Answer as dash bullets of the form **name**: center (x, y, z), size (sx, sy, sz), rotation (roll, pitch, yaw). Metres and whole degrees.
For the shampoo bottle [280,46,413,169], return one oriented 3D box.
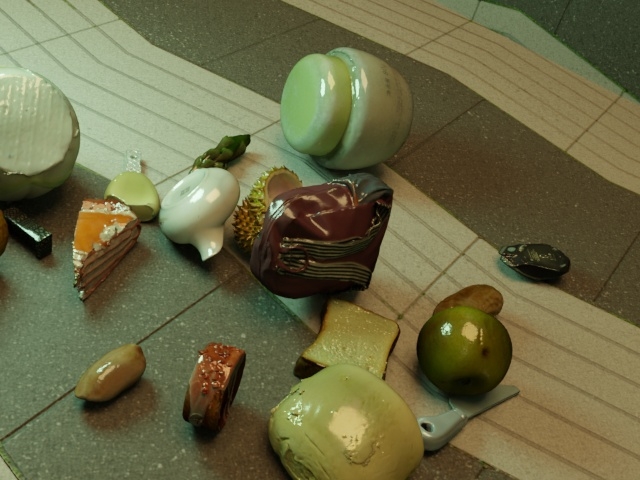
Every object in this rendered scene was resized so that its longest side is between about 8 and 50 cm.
- **shampoo bottle**: center (0.076, -0.349, 2.191), size (0.317, 0.322, 0.322), rotation (2, 41, -28)

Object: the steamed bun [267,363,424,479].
- **steamed bun**: center (0.050, 0.347, 1.462), size (0.232, 0.166, 0.273), rotation (-22, 53, -41)

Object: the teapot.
- **teapot**: center (-0.264, -0.076, 1.850), size (0.139, 0.204, 0.298), rotation (49, 26, -24)

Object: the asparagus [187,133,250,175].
- **asparagus**: center (-0.267, -0.202, 2.076), size (0.080, 0.080, 0.287), rotation (24, 40, 7)

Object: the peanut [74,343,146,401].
- **peanut**: center (-0.381, 0.244, 1.490), size (0.076, 0.076, 0.152), rotation (35, 46, 20)

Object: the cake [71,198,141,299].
- **cake**: center (-0.459, 0.012, 1.718), size (0.135, 0.098, 0.287), rotation (12, 38, -8)

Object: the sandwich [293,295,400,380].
- **sandwich**: center (0.061, 0.223, 1.700), size (0.186, 0.065, 0.215), rotation (21, 38, 2)

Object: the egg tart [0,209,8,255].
- **egg tart**: center (-0.718, -0.011, 1.572), size (0.215, 0.215, 0.171), rotation (29, 27, 13)

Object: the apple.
- **apple**: center (0.296, 0.231, 1.687), size (0.196, 0.196, 0.157), rotation (13, 50, -7)

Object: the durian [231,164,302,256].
- **durian**: center (-0.123, -0.067, 1.899), size (0.183, 0.138, 0.249), rotation (61, 38, -13)

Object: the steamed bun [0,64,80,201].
- **steamed bun**: center (-0.691, -0.224, 1.800), size (0.309, 0.309, 0.309), rotation (11, 39, -9)

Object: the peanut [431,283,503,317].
- **peanut**: center (0.339, 0.162, 1.864), size (0.226, 0.095, 0.108), rotation (-23, 69, -44)

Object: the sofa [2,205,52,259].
- **sofa**: center (-0.618, -0.016, 1.719), size (0.118, 0.060, 0.039), rotation (34, 47, 17)

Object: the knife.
- **knife**: center (0.294, 0.344, 1.675), size (0.080, 0.044, 0.331), rotation (31, 32, 35)

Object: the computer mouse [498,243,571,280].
- **computer mouse**: center (0.548, 0.057, 2.099), size (0.192, 0.062, 0.106), rotation (6, 40, -6)

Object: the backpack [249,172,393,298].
- **backpack**: center (0.000, 0.000, 1.737), size (0.317, 0.283, 0.197), rotation (-11, 35, -45)

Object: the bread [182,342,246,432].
- **bread**: center (-0.192, 0.261, 1.478), size (0.073, 0.160, 0.160), rotation (18, 38, 8)

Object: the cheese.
- **cheese**: center (-0.450, -0.140, 1.948), size (0.127, 0.050, 0.255), rotation (3, 39, -17)
